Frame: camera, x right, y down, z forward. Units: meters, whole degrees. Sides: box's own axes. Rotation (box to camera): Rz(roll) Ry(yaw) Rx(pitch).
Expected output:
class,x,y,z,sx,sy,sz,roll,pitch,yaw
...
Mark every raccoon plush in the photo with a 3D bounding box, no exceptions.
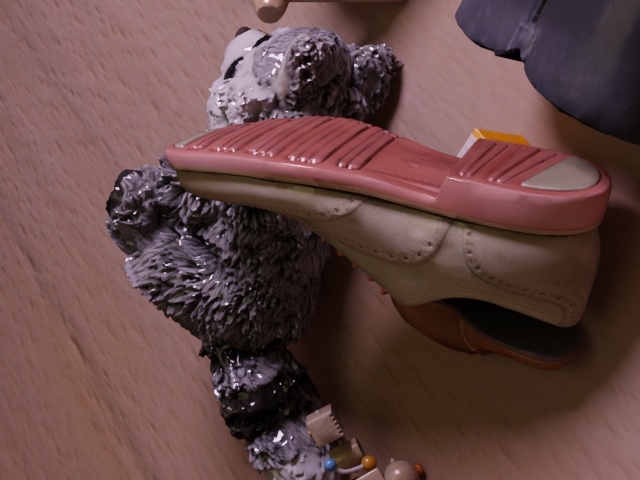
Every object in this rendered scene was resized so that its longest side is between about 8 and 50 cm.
class,x,y,z,sx,sy,sz,roll,pitch,yaw
raccoon plush,0.000,0.000,1.297,0.299,0.216,0.446,-32,92,30

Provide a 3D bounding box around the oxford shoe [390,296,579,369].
class,x,y,z,sx,sy,sz,roll,pitch,yaw
oxford shoe,0.145,0.072,1.148,0.212,0.076,0.076,26,138,46

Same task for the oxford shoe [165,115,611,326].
class,x,y,z,sx,sy,sz,roll,pitch,yaw
oxford shoe,0.041,-0.014,1.098,0.397,0.140,0.147,13,116,27

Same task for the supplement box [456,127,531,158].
class,x,y,z,sx,sy,sz,roll,pitch,yaw
supplement box,0.141,-0.049,1.151,0.098,0.062,0.036,-58,47,29

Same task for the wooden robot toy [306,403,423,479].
class,x,y,z,sx,sy,sz,roll,pitch,yaw
wooden robot toy,0.059,0.227,1.240,0.079,0.076,0.173,-30,82,4

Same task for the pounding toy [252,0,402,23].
class,x,y,z,sx,sy,sz,roll,pitch,yaw
pounding toy,0.036,-0.334,1.281,0.269,0.155,0.154,-33,44,25

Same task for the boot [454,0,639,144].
class,x,y,z,sx,sy,sz,roll,pitch,yaw
boot,0.301,-0.261,0.892,0.445,0.146,0.367,-60,33,22
